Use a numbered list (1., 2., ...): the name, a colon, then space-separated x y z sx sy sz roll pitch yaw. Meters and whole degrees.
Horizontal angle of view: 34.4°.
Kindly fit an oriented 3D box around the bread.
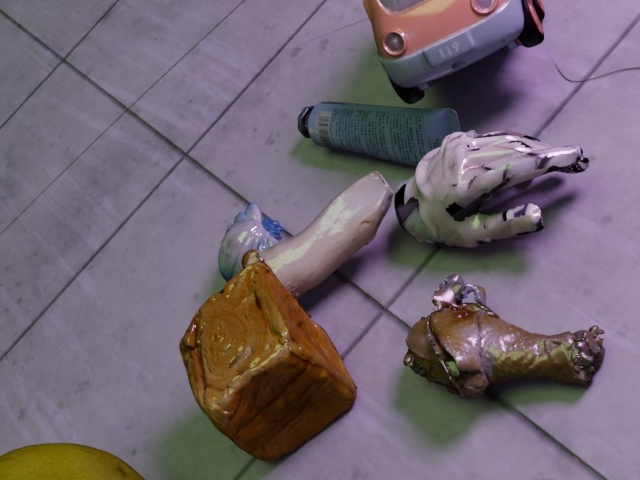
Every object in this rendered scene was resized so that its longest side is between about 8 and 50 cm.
1. bread: -0.061 0.135 1.119 0.149 0.143 0.158 -42 39 3

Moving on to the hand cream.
1. hand cream: 0.075 -0.131 1.272 0.058 0.091 0.271 -30 29 -34

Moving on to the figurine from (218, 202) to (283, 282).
1. figurine: -0.089 0.019 1.286 0.114 0.079 0.114 7 100 44

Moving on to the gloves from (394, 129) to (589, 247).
1. gloves: 0.180 -0.065 1.109 0.212 0.111 0.127 -32 22 43

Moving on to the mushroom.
1. mushroom: 0.000 0.000 1.188 0.209 0.071 0.084 -38 66 14

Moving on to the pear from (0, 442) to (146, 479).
1. pear: -0.254 0.338 1.040 0.307 0.253 0.253 23 73 33

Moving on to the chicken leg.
1. chicken leg: 0.169 0.106 1.013 0.196 0.080 0.125 19 58 43

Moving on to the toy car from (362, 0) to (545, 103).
1. toy car: 0.140 -0.304 1.216 0.180 0.212 0.270 -23 17 21
